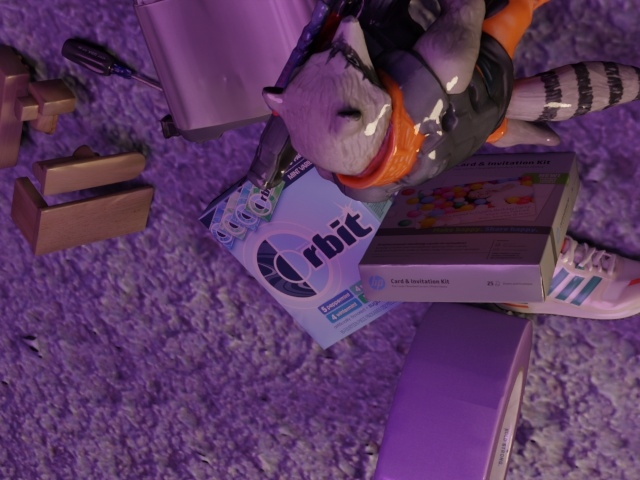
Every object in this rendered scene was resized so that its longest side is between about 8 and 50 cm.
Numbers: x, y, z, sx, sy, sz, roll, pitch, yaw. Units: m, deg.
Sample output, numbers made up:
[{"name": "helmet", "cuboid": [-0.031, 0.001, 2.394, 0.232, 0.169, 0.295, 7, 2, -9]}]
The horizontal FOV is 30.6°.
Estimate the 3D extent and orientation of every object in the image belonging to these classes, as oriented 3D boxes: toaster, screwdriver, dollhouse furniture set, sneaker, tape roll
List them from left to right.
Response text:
[{"name": "dollhouse furniture set", "cuboid": [-0.252, -0.098, 1.164, 0.151, 0.123, 0.144, 48, 136, 32]}, {"name": "screwdriver", "cuboid": [-0.164, -0.151, 1.103, 0.170, 0.025, 0.024, 21, 128, -3]}, {"name": "toaster", "cuboid": [-0.057, -0.176, 0.969, 0.227, 0.129, 0.146, -10, 114, 26]}, {"name": "tape roll", "cuboid": [0.118, 0.196, 1.053, 0.090, 0.275, 0.274, 12, 126, 14]}, {"name": "sneaker", "cuboid": [0.223, 0.024, 1.032, 0.161, 0.057, 0.075, 0, 128, 25]}]

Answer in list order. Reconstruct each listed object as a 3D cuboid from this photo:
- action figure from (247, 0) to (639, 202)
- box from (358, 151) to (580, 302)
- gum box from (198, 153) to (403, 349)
[{"name": "action figure", "cuboid": [0.104, -0.140, 0.794, 0.178, 0.330, 0.341, 47, 138, 20]}, {"name": "box", "cuboid": [0.128, -0.014, 0.963, 0.145, 0.186, 0.038, 0, 120, 22]}, {"name": "gum box", "cuboid": [0.000, 0.000, 1.117, 0.157, 0.041, 0.184, -34, 104, 36]}]
